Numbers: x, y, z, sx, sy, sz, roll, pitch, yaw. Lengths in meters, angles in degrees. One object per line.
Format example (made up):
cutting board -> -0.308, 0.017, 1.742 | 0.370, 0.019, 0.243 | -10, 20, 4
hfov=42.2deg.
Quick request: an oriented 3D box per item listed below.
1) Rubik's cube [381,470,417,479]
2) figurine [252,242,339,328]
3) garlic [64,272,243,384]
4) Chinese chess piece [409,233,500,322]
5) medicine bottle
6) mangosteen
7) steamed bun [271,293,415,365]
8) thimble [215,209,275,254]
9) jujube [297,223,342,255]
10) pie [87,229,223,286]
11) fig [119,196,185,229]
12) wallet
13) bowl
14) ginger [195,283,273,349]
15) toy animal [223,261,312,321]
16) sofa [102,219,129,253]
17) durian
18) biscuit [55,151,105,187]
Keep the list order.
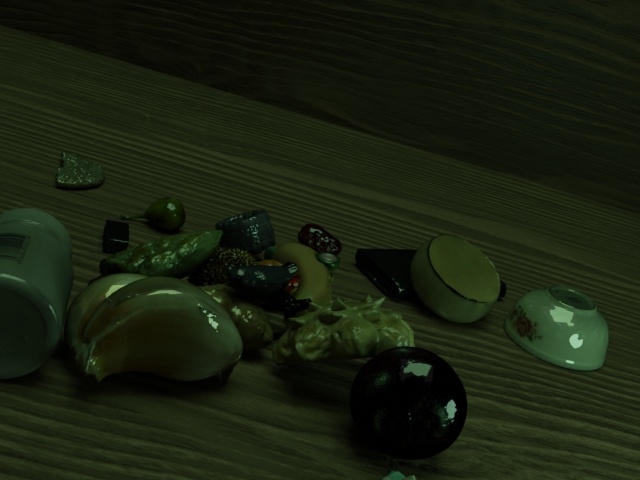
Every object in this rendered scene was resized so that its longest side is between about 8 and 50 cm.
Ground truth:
Rubik's cube -> 0.133, 0.425, 1.380 | 0.075, 0.073, 0.084 | 24, 20, 20
figurine -> -0.071, 0.104, 1.963 | 0.222, 0.124, 0.324 | 14, 25, -6
garlic -> -0.319, 0.167, 1.558 | 0.313, 0.286, 0.249 | -5, 74, -32
Chinese chess piece -> 0.358, 0.100, 2.199 | 0.250, 0.103, 0.249 | 19, 43, -18
medicine bottle -> -0.568, 0.082, 1.535 | 0.208, 0.208, 0.339 | 10, 22, -15
mangosteen -> 0.158, 0.292, 1.540 | 0.216, 0.216, 0.216 | 14, 21, -6
steamed bun -> 0.047, 0.180, 1.688 | 0.296, 0.137, 0.292 | -3, -4, 2
thimble -> -0.193, -0.017, 2.136 | 0.150, 0.097, 0.150 | -14, 12, 3
jujube -> 0.000, 0.000, 2.332 | 0.129, 0.077, 0.077 | 26, 22, 4
pie -> -0.343, 0.047, 1.782 | 0.275, 0.105, 0.257 | -22, 1, 26
fig -> -0.438, -0.082, 2.197 | 0.166, 0.093, 0.093 | 16, 21, 3
wallet -> 0.315, 0.093, 2.350 | 0.406, 0.062, 0.228 | 3, 25, -32
bowl -> 0.636, 0.211, 2.185 | 0.277, 0.145, 0.277 | 12, 22, -5
ginger -> -0.180, 0.161, 1.709 | 0.193, 0.115, 0.123 | 25, -5, -39
toy animal -> -0.108, 0.083, 1.752 | 0.121, 0.117, 0.210 | 41, 1, 35
sofa -> -0.502, -0.008, 2.038 | 0.060, 0.039, 0.118 | 8, 23, -17
durian -> -0.221, 0.090, 1.851 | 0.158, 0.168, 0.136 | -13, 71, -27
biscuit -> -0.685, -0.197, 2.379 | 0.133, 0.032, 0.250 | 11, 21, -17
